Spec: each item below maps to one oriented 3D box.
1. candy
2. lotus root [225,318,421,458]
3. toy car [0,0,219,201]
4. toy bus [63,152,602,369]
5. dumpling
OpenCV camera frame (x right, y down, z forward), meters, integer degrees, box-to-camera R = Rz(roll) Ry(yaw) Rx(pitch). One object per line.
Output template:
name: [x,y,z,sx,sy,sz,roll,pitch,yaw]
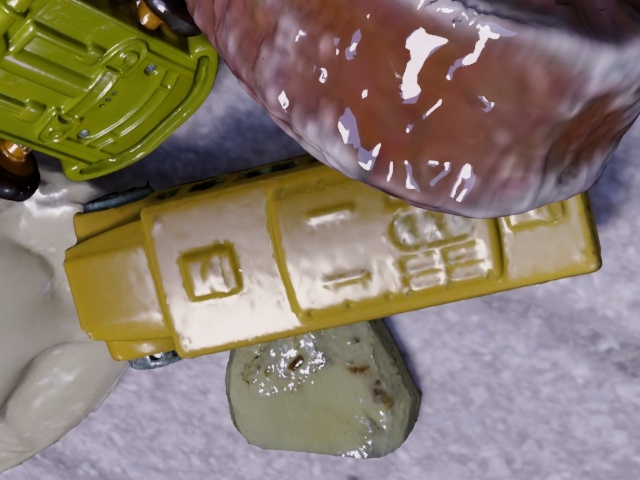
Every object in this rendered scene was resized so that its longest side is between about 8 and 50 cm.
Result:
candy: [0.044,-0.127,0.561,0.289,0.214,0.157,53,133,39]
lotus root: [-0.010,0.090,0.805,0.143,0.070,0.144,-3,115,21]
toy car: [-0.187,-0.142,0.676,0.200,0.248,0.142,-36,58,21]
toy bus: [0.000,0.000,0.690,0.335,0.123,0.121,-13,98,10]
dumpling: [-0.314,0.070,0.842,0.395,0.233,0.316,-17,130,1]
